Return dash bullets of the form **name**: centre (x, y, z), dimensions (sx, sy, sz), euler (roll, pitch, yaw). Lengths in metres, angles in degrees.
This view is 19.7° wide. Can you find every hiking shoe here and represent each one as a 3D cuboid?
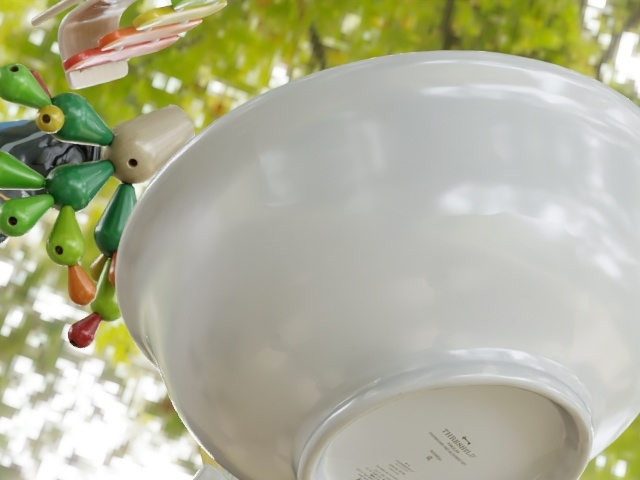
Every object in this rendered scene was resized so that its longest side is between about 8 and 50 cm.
- **hiking shoe**: centre (-0.362, -0.049, 1.883), dimensions (0.132, 0.304, 0.113), euler (7, -70, 44)

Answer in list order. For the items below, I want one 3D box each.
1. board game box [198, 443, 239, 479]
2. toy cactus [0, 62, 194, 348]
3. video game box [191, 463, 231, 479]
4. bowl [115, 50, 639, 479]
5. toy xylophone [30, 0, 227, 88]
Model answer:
- **board game box**: centre (-0.061, 0.128, 1.330), dimensions (0.026, 0.154, 0.103), euler (5, -49, -21)
- **toy cactus**: centre (-0.176, -0.045, 1.407), dimensions (0.112, 0.180, 0.219), euler (-8, -68, 54)
- **video game box**: centre (-0.039, 0.248, 1.156), dimensions (0.187, 0.048, 0.205), euler (35, -37, 0)
- **bowl**: centre (0.052, 0.056, 0.907), dimensions (0.298, 0.134, 0.298), euler (-6, -41, -5)
- **toy xylophone**: centre (-0.193, -0.274, 2.132), dimensions (0.323, 0.236, 0.081), euler (-27, -92, 41)
